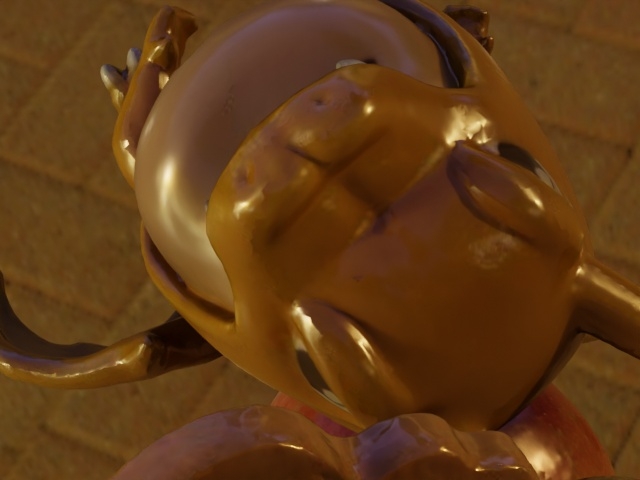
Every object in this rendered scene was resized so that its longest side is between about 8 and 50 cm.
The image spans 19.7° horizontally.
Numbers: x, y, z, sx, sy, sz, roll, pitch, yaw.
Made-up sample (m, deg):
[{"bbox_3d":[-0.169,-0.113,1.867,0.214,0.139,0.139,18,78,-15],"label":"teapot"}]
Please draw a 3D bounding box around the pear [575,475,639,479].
[{"bbox_3d":[0.175,0.236,1.135,0.197,0.197,0.197,-7,48,8],"label":"pear"}]

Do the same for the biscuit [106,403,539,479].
[{"bbox_3d":[-0.040,0.120,0.561,0.236,0.144,0.040,-20,38,-16],"label":"biscuit"}]

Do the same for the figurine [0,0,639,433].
[{"bbox_3d":[0.035,-0.007,1.040,0.401,0.268,0.387,8,14,-21],"label":"figurine"}]

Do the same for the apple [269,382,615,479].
[{"bbox_3d":[0.099,0.161,1.362,0.251,0.163,0.293,-21,55,-33],"label":"apple"}]
